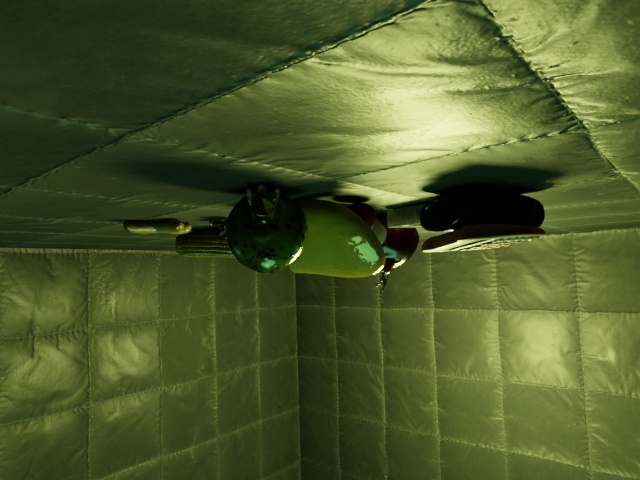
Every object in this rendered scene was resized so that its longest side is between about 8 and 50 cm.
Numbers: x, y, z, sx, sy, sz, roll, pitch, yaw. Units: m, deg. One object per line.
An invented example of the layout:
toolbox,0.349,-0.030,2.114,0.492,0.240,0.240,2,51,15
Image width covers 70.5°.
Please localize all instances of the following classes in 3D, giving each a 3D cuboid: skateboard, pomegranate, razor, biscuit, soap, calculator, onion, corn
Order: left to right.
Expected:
biscuit,-0.596,-0.047,1.669,0.207,0.047,0.164,-2,175,-1
corn,-0.483,0.015,2.000,0.344,0.131,0.131,-2,176,15
skateboard,-0.370,-0.054,1.668,0.080,0.067,0.151,9,168,-14
pomegranate,-0.135,-0.036,1.117,0.210,0.211,0.263,-2,151,1
soap,0.001,-0.002,1.354,0.427,0.306,0.115,0,-138,44
onion,0.114,-0.073,1.358,0.107,0.097,0.107,-7,-148,4
onion,0.249,0.035,1.735,0.272,0.285,0.273,-4,154,-2
razor,0.458,-0.077,1.282,0.348,0.114,0.204,3,170,-29
calculator,0.454,-0.006,1.244,0.329,0.048,0.220,0,167,-26

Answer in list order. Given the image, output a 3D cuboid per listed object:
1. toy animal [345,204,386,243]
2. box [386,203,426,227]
toy animal,0.112,-0.066,1.512,0.103,0.131,0.220,-35,133,27
box,0.350,-0.082,1.489,0.149,0.067,0.233,2,175,-36
